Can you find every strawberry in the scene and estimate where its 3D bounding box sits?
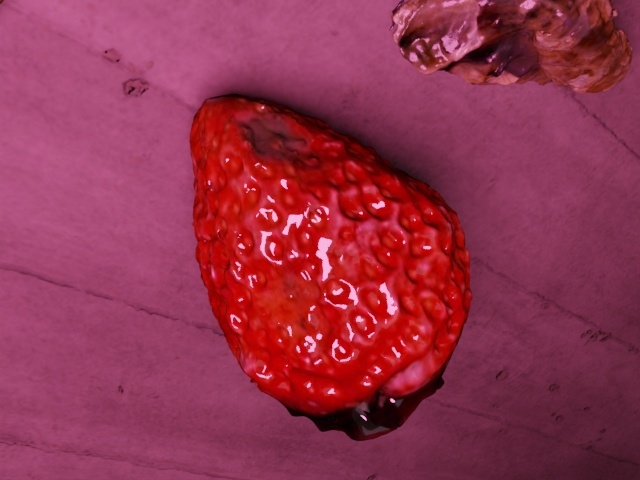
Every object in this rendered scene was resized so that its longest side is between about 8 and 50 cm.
[{"bbox_3d":[0.012,0.006,0.692,0.291,0.292,0.310,-7,110,-21],"label":"strawberry"}]

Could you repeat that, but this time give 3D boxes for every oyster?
[{"bbox_3d":[0.221,-0.218,0.740,0.294,0.094,0.166,-10,137,-11],"label":"oyster"}]

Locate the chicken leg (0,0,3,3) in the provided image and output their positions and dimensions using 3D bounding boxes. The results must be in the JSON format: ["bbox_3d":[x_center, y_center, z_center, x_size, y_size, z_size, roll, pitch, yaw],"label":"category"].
[{"bbox_3d":[-0.320,-0.195,0.517,0.178,0.070,0.093,-14,136,-6],"label":"chicken leg"}]
